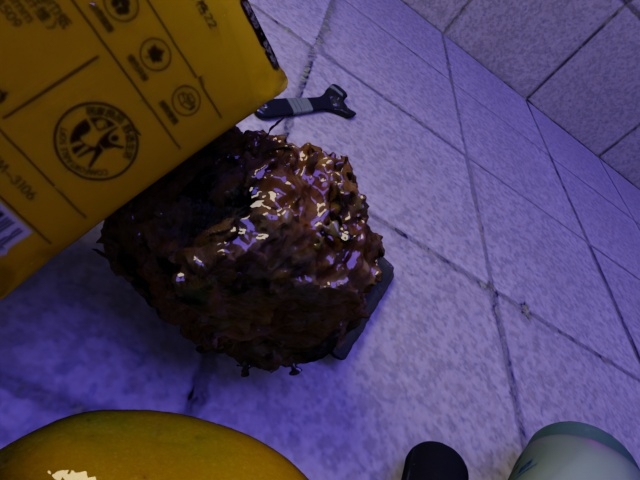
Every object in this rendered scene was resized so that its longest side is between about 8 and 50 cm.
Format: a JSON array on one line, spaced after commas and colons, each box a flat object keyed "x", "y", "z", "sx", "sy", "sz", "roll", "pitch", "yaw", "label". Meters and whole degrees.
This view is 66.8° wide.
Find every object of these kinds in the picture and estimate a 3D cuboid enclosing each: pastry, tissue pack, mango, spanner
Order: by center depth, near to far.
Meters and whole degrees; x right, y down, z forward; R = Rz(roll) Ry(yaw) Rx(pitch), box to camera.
[{"x": -0.247, "y": -0.191, "z": 0.295, "sx": 0.228, "sy": 0.293, "sz": 0.382, "roll": 35, "pitch": -19, "yaw": 51, "label": "tissue pack"}, {"x": -0.091, "y": 0.226, "z": 0.358, "sx": 0.316, "sy": 0.119, "sz": 0.177, "roll": 32, "pitch": 37, "yaw": -4, "label": "mango"}, {"x": -0.072, "y": 0.021, "z": 0.454, "sx": 0.274, "sy": 0.275, "sz": 0.193, "roll": 32, "pitch": 25, "yaw": -14, "label": "pastry"}, {"x": -0.023, "y": -0.268, "z": 0.969, "sx": 0.087, "sy": 0.024, "sz": 0.315, "roll": 55, "pitch": 38, "yaw": 6, "label": "spanner"}]

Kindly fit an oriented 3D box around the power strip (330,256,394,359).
[{"x": 0.000, "y": -0.002, "z": 0.675, "sx": 0.251, "sy": 0.092, "sz": 0.257, "roll": 41, "pitch": 33, "yaw": 2, "label": "power strip"}]

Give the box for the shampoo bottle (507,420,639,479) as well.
[{"x": 0.276, "y": 0.309, "z": 0.533, "sx": 0.151, "sy": 0.222, "sz": 0.349, "roll": 17, "pitch": 8, "yaw": 32, "label": "shampoo bottle"}]

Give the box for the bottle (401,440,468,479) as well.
[{"x": 0.099, "y": 0.269, "z": 0.443, "sx": 0.244, "sy": 0.072, "sz": 0.082, "roll": -16, "pitch": 106, "yaw": -73, "label": "bottle"}]
